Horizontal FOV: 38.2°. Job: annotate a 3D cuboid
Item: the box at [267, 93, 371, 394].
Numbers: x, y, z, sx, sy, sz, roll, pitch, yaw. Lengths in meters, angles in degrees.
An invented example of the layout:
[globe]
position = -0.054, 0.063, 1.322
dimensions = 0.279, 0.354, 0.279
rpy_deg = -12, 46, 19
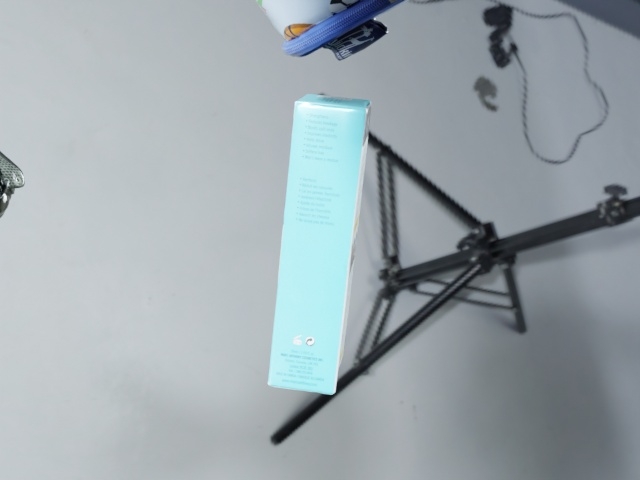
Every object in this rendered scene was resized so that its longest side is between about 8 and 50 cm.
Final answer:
[box]
position = 0.000, 0.000, 0.800
dimensions = 0.060, 0.100, 0.244
rpy_deg = 7, 103, 4

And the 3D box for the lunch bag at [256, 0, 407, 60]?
[lunch bag]
position = 0.079, -0.255, 0.664
dimensions = 0.115, 0.243, 0.303
rpy_deg = 54, 39, -20

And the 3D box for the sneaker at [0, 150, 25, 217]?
[sneaker]
position = -0.349, -0.044, 0.902
dimensions = 0.130, 0.087, 0.227
rpy_deg = 36, 15, -37
